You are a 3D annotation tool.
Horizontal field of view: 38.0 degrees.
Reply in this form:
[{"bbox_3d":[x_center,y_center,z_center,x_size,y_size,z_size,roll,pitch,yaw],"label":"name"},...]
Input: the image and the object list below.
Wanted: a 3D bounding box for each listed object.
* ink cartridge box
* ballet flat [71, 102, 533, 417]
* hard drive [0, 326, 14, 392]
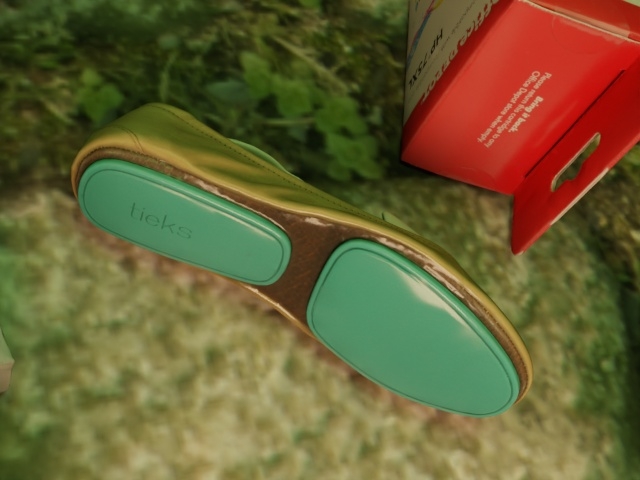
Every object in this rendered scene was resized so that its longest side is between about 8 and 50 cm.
[{"bbox_3d":[0.108,-0.124,0.520,0.078,0.134,0.231,16,54,-13],"label":"ink cartridge box"},{"bbox_3d":[0.000,0.000,0.436,0.232,0.080,0.073,29,38,-4],"label":"ballet flat"},{"bbox_3d":[-0.275,-0.048,0.374,0.203,0.040,0.308,-16,67,-30],"label":"hard drive"}]
